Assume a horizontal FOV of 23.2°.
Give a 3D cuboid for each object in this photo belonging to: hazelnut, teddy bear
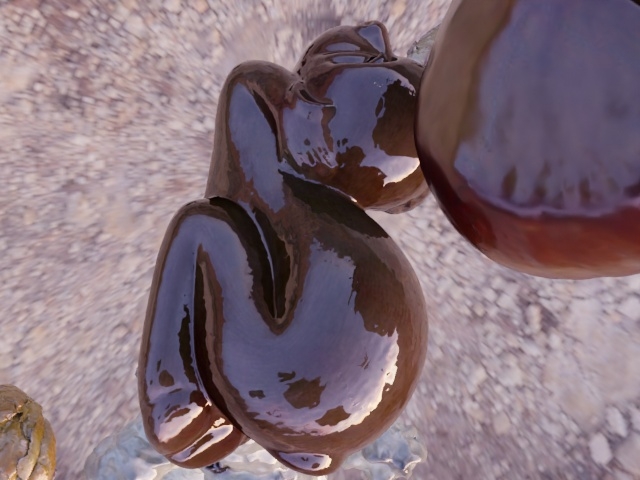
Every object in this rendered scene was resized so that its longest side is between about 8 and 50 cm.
[{"bbox_3d":[0.165,-0.081,0.742,0.251,0.217,0.217,-35,92,17],"label":"hazelnut"},{"bbox_3d":[-0.059,0.223,1.430,0.327,0.362,0.375,-4,100,-11],"label":"teddy bear"}]

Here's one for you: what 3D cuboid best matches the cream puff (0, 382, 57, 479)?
[{"bbox_3d":[-0.294,0.190,1.402,0.104,0.119,0.133,11,64,-19],"label":"cream puff"}]

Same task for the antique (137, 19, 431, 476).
[{"bbox_3d":[0.000,0.000,0.852,0.143,0.121,0.257,-4,58,35],"label":"antique"}]

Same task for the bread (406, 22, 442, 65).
[{"bbox_3d":[0.166,-0.170,1.406,0.119,0.192,0.067,-39,66,17],"label":"bread"}]
